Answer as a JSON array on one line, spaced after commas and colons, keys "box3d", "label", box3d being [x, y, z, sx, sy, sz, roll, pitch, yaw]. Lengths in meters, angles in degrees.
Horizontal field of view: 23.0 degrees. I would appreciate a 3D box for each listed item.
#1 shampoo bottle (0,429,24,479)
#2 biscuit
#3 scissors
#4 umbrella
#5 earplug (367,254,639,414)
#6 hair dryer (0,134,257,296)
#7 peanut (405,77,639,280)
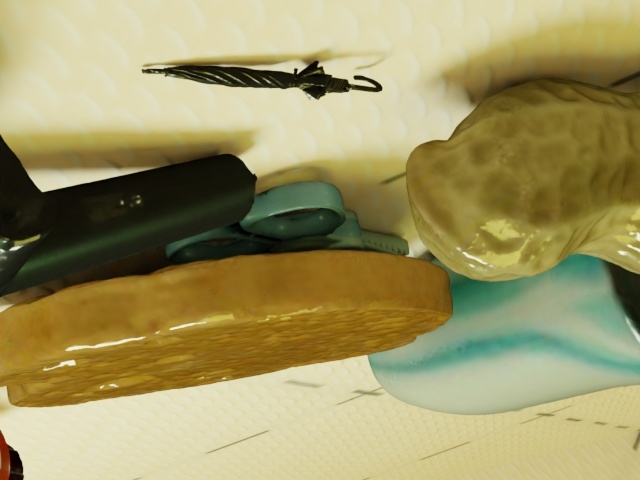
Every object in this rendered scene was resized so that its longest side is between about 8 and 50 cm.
[{"box3d": [-0.314, 0.175, 1.243, 0.104, 0.104, 0.278, -19, 164, 8], "label": "shampoo bottle"}, {"box3d": [-0.084, 0.060, 1.120, 0.351, 0.057, 0.312, -12, 167, 14], "label": "biscuit"}, {"box3d": [0.000, 0.000, 1.108, 0.125, 0.030, 0.256, -20, 164, 26], "label": "scissors"}, {"box3d": [-0.025, -0.083, 0.817, 0.148, 0.022, 0.022, -4, 122, -38], "label": "umbrella"}, {"box3d": [0.159, 0.061, 1.251, 0.185, 0.185, 0.324, -1, 164, -44], "label": "earplug"}, {"box3d": [-0.134, -0.021, 0.808, 0.302, 0.116, 0.244, -19, 169, -38], "label": "hair dryer"}, {"box3d": [0.179, -0.035, 0.976, 0.298, 0.136, 0.120, -5, 140, -31], "label": "peanut"}]
